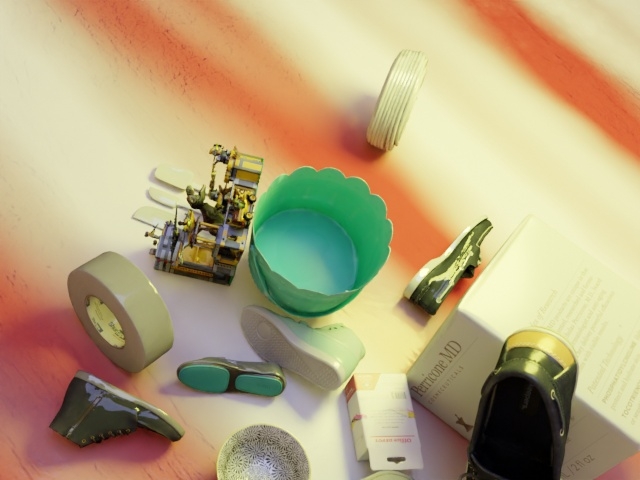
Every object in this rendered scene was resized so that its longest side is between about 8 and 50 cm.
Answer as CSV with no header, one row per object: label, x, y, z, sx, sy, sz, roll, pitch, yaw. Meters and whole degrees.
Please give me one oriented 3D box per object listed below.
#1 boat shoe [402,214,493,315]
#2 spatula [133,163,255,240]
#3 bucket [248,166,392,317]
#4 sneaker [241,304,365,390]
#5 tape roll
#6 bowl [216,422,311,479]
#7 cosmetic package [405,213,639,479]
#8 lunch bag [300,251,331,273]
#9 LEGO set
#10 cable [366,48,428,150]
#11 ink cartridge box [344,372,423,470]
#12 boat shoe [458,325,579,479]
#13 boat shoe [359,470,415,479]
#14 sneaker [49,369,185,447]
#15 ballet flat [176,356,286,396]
boat shoe,0.311,0.057,1.865,0.091,0.114,0.302,42,64,13
spatula,-0.268,-0.071,1.804,0.242,0.019,0.168,21,50,-4
bucket,-0.012,0.010,1.618,0.281,0.183,0.281,5,67,-12
sneaker,-0.032,0.197,1.659,0.256,0.094,0.151,31,31,19
tape roll,-0.365,0.131,1.493,0.219,0.219,0.072,43,53,14
bowl,-0.108,0.421,1.461,0.170,0.080,0.170,10,52,-13
cosmetic package,0.439,0.236,1.633,0.393,0.329,0.327,37,52,10
lunch bag,0.000,0.000,1.805,0.219,0.090,0.176,-24,63,-33
LEGO set,-0.241,-0.051,1.625,0.192,0.331,0.255,13,79,-9
cable,0.189,-0.349,2.017,0.089,0.257,0.257,22,51,3
ink cartridge box,0.122,0.361,1.596,0.115,0.067,0.198,4,53,-17
boat shoe,0.331,0.390,1.407,0.186,0.500,0.156,16,26,27
boat shoe,0.085,0.480,1.472,0.254,0.079,0.095,1,53,-44
sneaker,-0.359,0.331,1.453,0.222,0.083,0.118,28,69,-7
ballet flat,-0.171,0.257,1.579,0.213,0.072,0.068,10,25,-13
